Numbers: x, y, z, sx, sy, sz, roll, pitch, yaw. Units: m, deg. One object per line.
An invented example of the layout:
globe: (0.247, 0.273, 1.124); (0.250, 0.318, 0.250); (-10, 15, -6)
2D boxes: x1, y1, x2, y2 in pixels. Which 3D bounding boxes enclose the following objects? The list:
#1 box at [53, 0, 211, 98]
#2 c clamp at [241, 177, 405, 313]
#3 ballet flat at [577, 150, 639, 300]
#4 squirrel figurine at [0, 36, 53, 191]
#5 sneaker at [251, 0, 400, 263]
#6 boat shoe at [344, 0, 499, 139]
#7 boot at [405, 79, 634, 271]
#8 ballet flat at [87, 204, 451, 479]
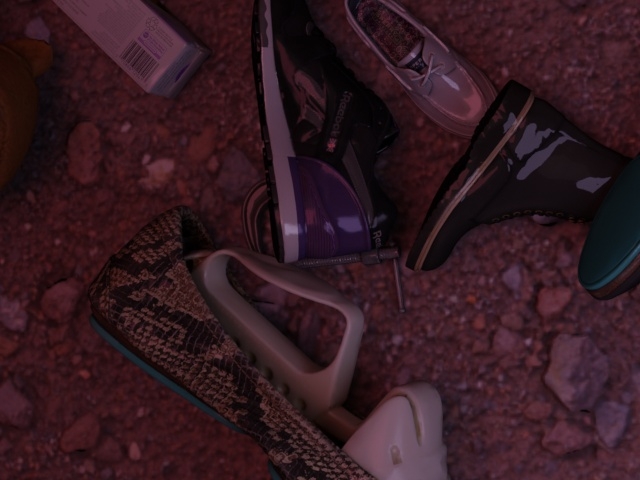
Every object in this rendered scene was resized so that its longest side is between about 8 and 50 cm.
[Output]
box: (-0.241, -0.265, 1.857); (0.324, 0.063, 0.067); (43, 102, 16)
c clamp: (0.000, 0.000, 1.781); (0.161, 0.022, 0.137); (-1, 89, 21)
ballet flat: (0.314, -0.068, 1.620); (0.280, 0.096, 0.095); (-67, 27, 5)
squirrel figurine: (-0.446, -0.196, 1.803); (0.371, 0.281, 0.397); (12, 112, 14)
sneaker: (0.006, -0.120, 1.754); (0.124, 0.107, 0.283); (-6, 77, -4)
boat shoe: (0.090, -0.163, 1.727); (0.066, 0.063, 0.184); (-41, 76, 15)
boot: (0.174, -0.026, 1.695); (0.137, 0.077, 0.198); (30, 120, -4)
ballet flat: (-0.008, 0.144, 1.711); (0.483, 0.164, 0.182); (43, 103, 20)
